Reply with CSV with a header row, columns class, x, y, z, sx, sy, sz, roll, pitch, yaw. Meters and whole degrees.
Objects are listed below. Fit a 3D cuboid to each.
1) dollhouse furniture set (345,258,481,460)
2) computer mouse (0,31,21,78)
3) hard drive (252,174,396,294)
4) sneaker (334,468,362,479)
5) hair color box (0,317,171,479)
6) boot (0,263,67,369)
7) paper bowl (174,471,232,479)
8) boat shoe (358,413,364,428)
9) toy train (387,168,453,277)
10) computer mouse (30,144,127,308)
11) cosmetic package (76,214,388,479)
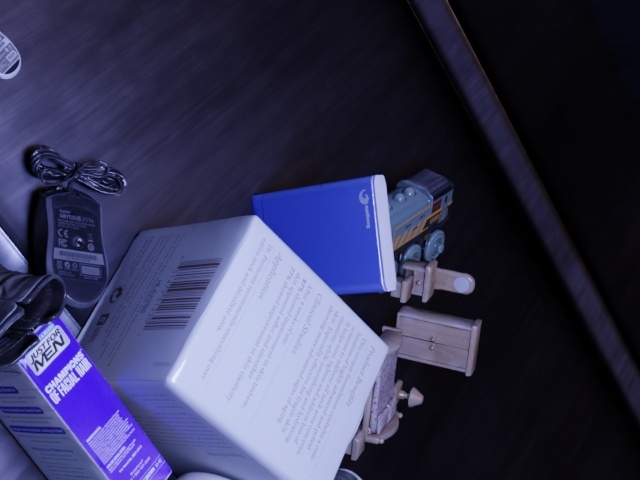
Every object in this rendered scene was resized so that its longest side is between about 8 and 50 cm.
class,x,y,z,sx,sy,sz,roll,pitch,yaw
dollhouse furniture set,0.190,0.236,2.151,0.355,0.173,0.303,-39,136,-63
computer mouse,-0.558,-0.331,1.729,0.193,0.042,0.106,51,47,-22
hard drive,0.000,0.000,2.068,0.040,0.318,0.210,-5,89,-47
sneaker,0.123,0.605,2.268,0.257,0.169,0.447,-48,127,-48
hair color box,-0.403,0.273,1.710,0.110,0.185,0.339,-52,121,-37
boot,-0.534,0.144,1.540,0.338,0.222,0.118,-55,144,-30
paper bowl,-0.177,0.497,1.846,0.284,0.284,0.148,47,54,-32
boat shoe,0.040,0.386,2.226,0.102,0.108,0.301,55,43,-25
toy train,0.162,-0.024,2.337,0.334,0.142,0.190,-30,137,-43
computer mouse,-0.416,-0.009,1.822,0.188,0.072,0.272,17,61,-42
cosmetic package,-0.160,0.212,1.870,0.394,0.327,0.329,47,55,-31
